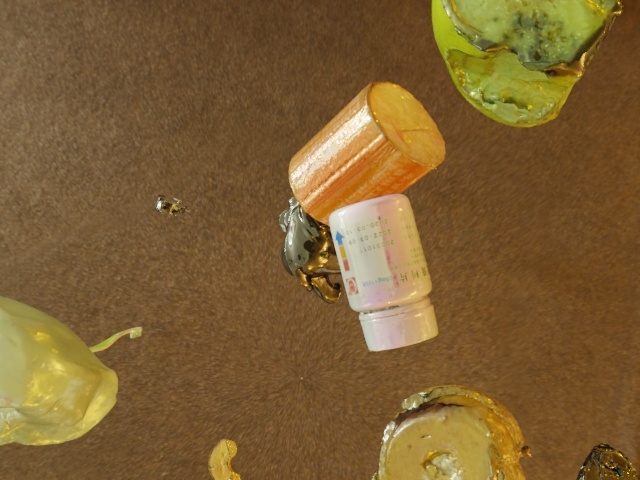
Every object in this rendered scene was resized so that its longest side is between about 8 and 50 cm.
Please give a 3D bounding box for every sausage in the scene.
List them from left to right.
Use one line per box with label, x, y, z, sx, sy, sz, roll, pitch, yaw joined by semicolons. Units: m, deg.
sausage;0.098;-0.184;1.431;0.233;0.287;0.233;26;46;-30

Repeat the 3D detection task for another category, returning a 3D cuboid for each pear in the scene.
pear;0.259;-0.273;0.920;0.238;0.255;0.163;26;79;9

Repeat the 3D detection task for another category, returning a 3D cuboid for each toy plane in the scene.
toy plane;-0.450;-0.099;1.922;0.078;0.197;0.053;23;93;2

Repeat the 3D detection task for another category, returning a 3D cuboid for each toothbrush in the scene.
toothbrush;-0.489;0.230;1.411;0.022;0.263;0.026;8;100;26

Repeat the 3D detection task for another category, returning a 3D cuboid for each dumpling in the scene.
dumpling;-0.537;0.227;1.163;0.321;0.212;0.270;36;120;5

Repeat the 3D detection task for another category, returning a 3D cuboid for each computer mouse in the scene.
computer mouse;0.463;0.444;1.015;0.147;0.077;0.241;15;54;-12

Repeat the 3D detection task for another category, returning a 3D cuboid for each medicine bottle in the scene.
medicine bottle;0.114;0.056;1.121;0.152;0.152;0.254;-16;87;-5

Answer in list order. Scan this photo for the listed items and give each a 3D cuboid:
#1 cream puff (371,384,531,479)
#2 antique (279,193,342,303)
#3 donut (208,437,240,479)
cream puff;0.107;0.184;0.521;0.119;0.104;0.133;42;112;24
antique;0.000;0.000;1.918;0.255;0.185;0.322;29;60;-29
donut;-0.166;0.412;1.167;0.083;0.038;0.067;40;88;20
